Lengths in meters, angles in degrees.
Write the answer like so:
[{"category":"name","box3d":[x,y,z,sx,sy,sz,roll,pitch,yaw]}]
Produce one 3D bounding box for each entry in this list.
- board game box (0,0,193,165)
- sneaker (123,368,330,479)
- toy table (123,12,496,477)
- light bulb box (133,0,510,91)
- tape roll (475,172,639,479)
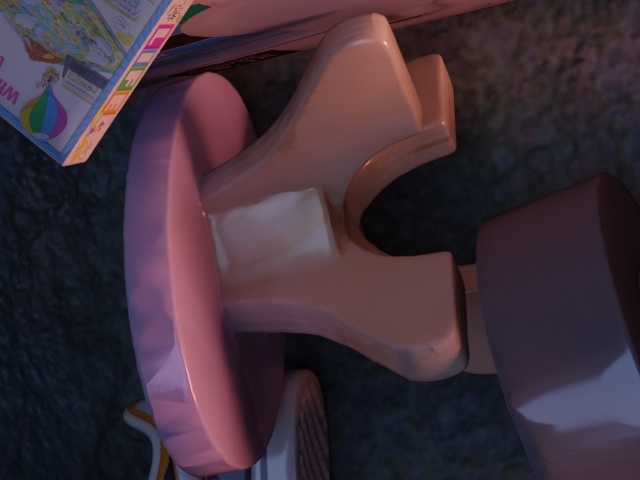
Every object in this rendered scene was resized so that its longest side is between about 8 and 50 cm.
[{"category":"board game box","box3d":[-0.139,-0.120,0.875,0.154,0.026,0.103,39,105,9]},{"category":"sneaker","box3d":[-0.058,0.241,1.203,0.128,0.126,0.321,-4,82,12]},{"category":"toy table","box3d":[0.000,0.000,1.111,0.161,0.252,0.274,-14,50,14]},{"category":"light bulb box","box3d":[-0.061,-0.218,1.045,0.358,0.361,0.225,-12,90,18]},{"category":"tape roll","box3d":[0.160,0.077,1.072,0.072,0.219,0.219,-22,87,19]}]
